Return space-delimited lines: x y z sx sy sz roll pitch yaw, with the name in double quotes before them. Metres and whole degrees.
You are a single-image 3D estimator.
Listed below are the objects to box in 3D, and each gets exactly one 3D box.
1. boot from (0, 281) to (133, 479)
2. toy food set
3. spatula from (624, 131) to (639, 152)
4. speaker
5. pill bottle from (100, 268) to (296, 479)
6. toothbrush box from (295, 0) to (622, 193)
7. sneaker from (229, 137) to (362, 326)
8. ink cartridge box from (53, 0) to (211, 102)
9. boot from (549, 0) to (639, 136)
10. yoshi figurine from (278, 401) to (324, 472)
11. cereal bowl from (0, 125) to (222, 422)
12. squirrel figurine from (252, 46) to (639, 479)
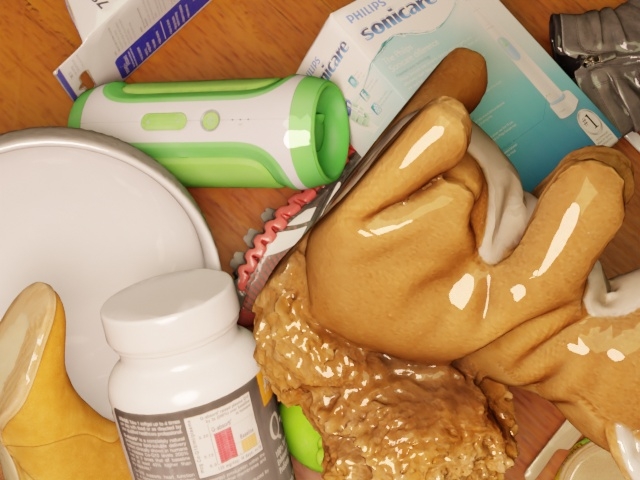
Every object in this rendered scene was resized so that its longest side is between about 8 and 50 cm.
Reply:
"boot" -0.246 0.196 1.030 0.211 0.104 0.295 13 97 -39
"toy food set" 0.330 0.280 1.129 0.192 0.038 0.132 42 88 1
"spatula" 0.447 -0.135 1.215 0.168 0.019 0.242 -41 83 -7
"speaker" -0.124 -0.117 1.100 0.296 0.131 0.131 2 78 22
"pill bottle" -0.120 0.180 0.997 0.162 0.162 0.278 -13 108 -4
"toothbrush box" 0.152 -0.151 1.119 0.216 0.126 0.295 -36 83 -33
"sneaker" 0.000 0.000 1.138 0.135 0.097 0.276 37 79 8
"ink cartridge box" -0.188 -0.295 1.156 0.065 0.165 0.333 43 80 7
"boot" 0.416 -0.148 1.166 0.222 0.118 0.338 -23 66 -1
"yoshi figurine" 0.054 0.269 1.033 0.203 0.203 0.362 19 43 -37
"cereal bowl" -0.277 0.031 1.066 0.339 0.141 0.339 -5 116 -11
"squirrel figurine" 0.150 0.085 0.905 0.370 0.281 0.397 39 105 -4
